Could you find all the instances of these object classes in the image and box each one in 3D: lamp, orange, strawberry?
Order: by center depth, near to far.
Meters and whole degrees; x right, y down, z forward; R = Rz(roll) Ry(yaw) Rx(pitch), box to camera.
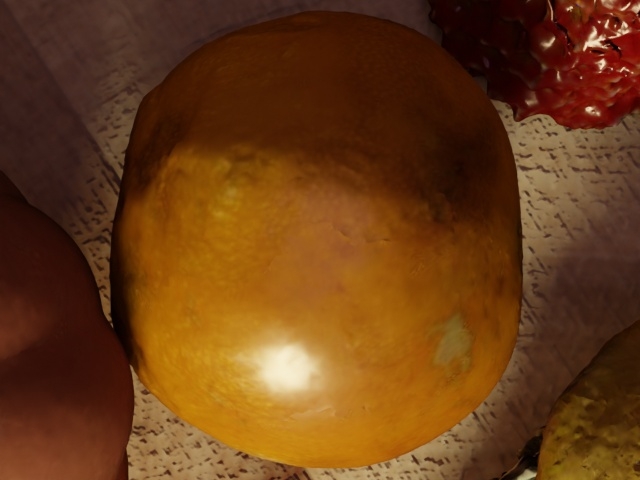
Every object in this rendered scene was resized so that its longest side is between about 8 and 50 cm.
[{"bbox_3d":[-0.247,0.093,0.872,0.240,0.305,0.305,-24,93,-45],"label":"lamp"},{"bbox_3d":[0.000,0.000,0.925,0.261,0.261,0.261,0,90,-7],"label":"orange"},{"bbox_3d":[0.188,-0.176,0.994,0.234,0.178,0.234,-1,96,-9],"label":"strawberry"}]

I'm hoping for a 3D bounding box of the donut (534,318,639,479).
[{"bbox_3d":[0.251,0.187,0.973,0.303,0.110,0.303,-6,104,-28],"label":"donut"}]

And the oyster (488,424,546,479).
[{"bbox_3d":[0.159,0.211,1.033,0.223,0.083,0.214,21,96,-24],"label":"oyster"}]
